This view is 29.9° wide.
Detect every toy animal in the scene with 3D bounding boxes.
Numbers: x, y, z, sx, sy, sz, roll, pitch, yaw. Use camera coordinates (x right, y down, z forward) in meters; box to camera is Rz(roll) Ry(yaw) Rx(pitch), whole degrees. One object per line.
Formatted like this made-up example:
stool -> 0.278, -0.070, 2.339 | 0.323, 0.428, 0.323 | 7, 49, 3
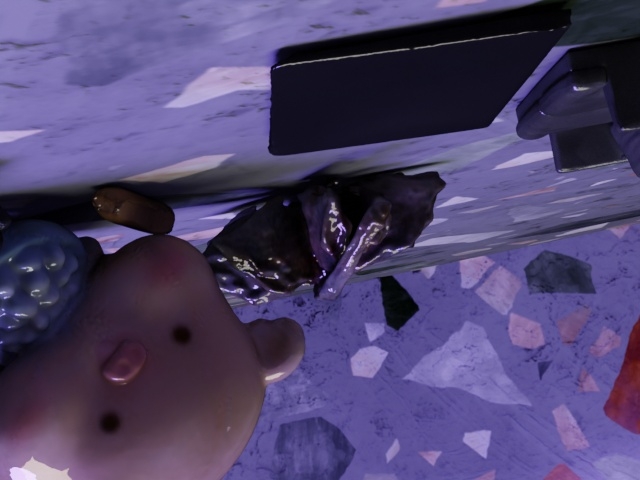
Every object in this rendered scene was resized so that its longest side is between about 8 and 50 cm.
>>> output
toy animal -> -0.168, 0.094, 0.827 | 0.210, 0.229, 0.221 | -55, -165, -24

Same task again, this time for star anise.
star anise -> 0.000, 0.000, 0.918 | 0.209, 0.089, 0.231 | -19, -175, 7

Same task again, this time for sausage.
sausage -> -0.125, -0.020, 0.803 | 0.026, 0.026, 0.116 | -11, 174, 8

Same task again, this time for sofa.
sofa -> 0.166, -0.068, 0.681 | 0.085, 0.060, 0.147 | -10, 175, -3

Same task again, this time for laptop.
laptop -> 0.039, -0.076, 0.605 | 0.135, 0.016, 0.197 | -9, 173, -5

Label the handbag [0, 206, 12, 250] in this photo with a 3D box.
handbag -> -0.280, 0.086, 0.621 | 0.223, 0.080, 0.247 | -7, 131, -42
